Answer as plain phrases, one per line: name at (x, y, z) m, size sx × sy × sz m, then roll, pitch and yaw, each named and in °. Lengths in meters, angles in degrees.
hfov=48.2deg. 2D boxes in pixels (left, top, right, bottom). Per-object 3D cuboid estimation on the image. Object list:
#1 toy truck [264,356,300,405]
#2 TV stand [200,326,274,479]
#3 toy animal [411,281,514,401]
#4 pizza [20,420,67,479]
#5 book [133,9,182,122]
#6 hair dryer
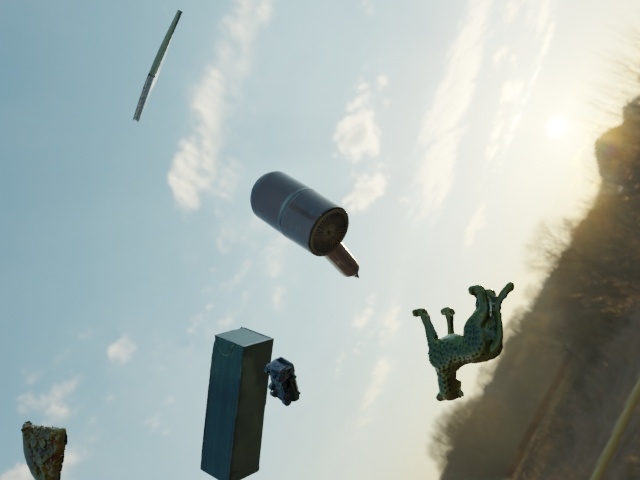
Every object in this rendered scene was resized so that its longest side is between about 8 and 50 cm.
toy truck at (-0.057, 0.222, 1.130) m, size 0.044 × 0.039 × 0.083 m, roll -34°, pitch -51°, yaw -33°
TV stand at (-0.156, 0.305, 1.333) m, size 0.088 × 0.083 × 0.269 m, roll -6°, pitch -73°, yaw -52°
toy animal at (0.212, 0.144, 1.007) m, size 0.073 × 0.136 × 0.181 m, roll 7°, pitch -25°, yaw -34°
pizza at (-0.594, 0.452, 1.543) m, size 0.131 × 0.178 × 0.041 m, roll -37°, pitch -29°, yaw 24°
book at (-0.264, -0.277, 1.151) m, size 0.181 × 0.014 × 0.127 m, roll -31°, pitch 40°, yaw 65°
hair dryer at (0.000, 0.000, 1.460) m, size 0.107 × 0.189 × 0.344 m, roll -51°, pitch -36°, yaw -9°
